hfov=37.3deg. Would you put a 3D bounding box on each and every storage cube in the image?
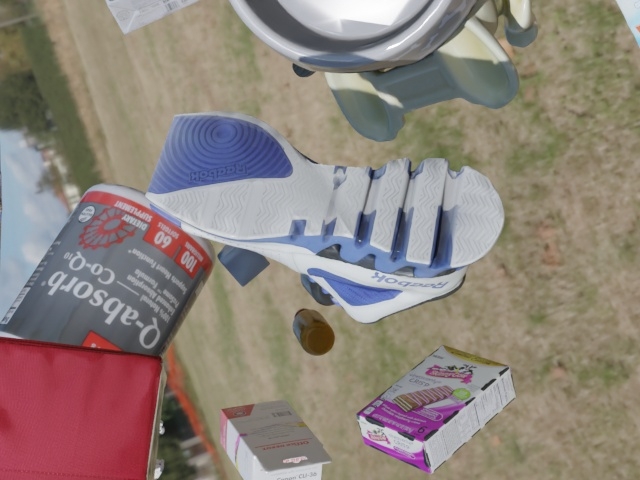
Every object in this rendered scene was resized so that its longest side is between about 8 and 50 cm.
[{"bbox_3d":[-0.226,0.177,0.733,0.215,0.193,0.184,126,150,-75],"label":"storage cube"}]

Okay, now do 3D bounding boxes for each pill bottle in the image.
[{"bbox_3d":[-0.309,0.122,1.271,0.210,0.363,0.210,23,157,10],"label":"pill bottle"}]

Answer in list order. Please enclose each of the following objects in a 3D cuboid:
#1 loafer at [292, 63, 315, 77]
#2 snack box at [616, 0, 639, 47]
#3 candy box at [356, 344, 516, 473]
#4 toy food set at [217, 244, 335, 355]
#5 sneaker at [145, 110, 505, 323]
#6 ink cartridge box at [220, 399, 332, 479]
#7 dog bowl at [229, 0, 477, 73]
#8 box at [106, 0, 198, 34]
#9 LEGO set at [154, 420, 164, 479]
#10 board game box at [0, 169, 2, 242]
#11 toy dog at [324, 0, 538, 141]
[{"bbox_3d":[0.016,-0.349,1.623,0.062,0.170,0.061,43,-165,17],"label":"loafer"},{"bbox_3d":[0.382,-0.336,1.068,0.060,0.322,0.187,-23,104,37],"label":"snack box"},{"bbox_3d":[0.200,0.281,1.621,0.159,0.233,0.071,13,126,47],"label":"candy box"},{"bbox_3d":[-0.049,0.010,1.074,0.232,0.111,0.104,49,177,-14],"label":"toy food set"},{"bbox_3d":[0.001,0.000,0.878,0.182,0.315,0.127,86,-160,-60],"label":"sneaker"},{"bbox_3d":[-0.071,0.324,1.460,0.198,0.115,0.067,-143,53,-61],"label":"ink cartridge box"},{"bbox_3d":[0.030,-0.363,1.126,0.102,0.348,0.349,-49,-57,-70],"label":"dog bowl"},{"bbox_3d":[-0.344,-0.540,1.752,0.087,0.169,0.290,65,-179,-62],"label":"box"},{"bbox_3d":[-0.312,0.389,1.517,0.132,0.107,0.287,-63,19,11],"label":"LEGO set"},{"bbox_3d":[-0.622,-0.043,1.617,0.291,0.141,0.232,112,150,-46],"label":"board game box"},{"bbox_3d":[0.153,-0.404,1.408,0.395,0.408,0.284,46,139,-19],"label":"toy dog"}]
